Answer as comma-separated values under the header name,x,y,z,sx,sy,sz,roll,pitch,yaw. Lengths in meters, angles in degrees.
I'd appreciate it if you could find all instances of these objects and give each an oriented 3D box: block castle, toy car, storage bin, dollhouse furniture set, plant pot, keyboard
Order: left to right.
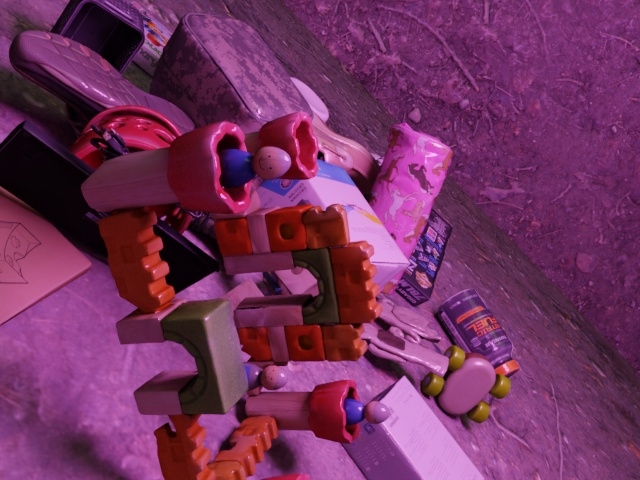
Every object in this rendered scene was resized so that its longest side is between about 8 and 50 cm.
name,x,y,z,sx,sy,sz,roll,pitch,yaw
storage bin,-0.416,-0.359,1.066,0.122,0.180,0.084,26,32,-39
keyboard,-0.261,-0.045,0.779,0.317,0.201,0.033,41,37,-31
plant pot,-0.283,-0.098,0.882,0.191,0.191,0.174,35,20,-26
dollhouse furniture set,-0.097,0.095,0.990,0.129,0.183,0.129,48,-19,27
block castle,-0.059,0.089,0.686,0.303,0.212,0.453,-40,122,-67
toy car,0.319,0.297,1.349,0.155,0.149,0.188,32,15,-9

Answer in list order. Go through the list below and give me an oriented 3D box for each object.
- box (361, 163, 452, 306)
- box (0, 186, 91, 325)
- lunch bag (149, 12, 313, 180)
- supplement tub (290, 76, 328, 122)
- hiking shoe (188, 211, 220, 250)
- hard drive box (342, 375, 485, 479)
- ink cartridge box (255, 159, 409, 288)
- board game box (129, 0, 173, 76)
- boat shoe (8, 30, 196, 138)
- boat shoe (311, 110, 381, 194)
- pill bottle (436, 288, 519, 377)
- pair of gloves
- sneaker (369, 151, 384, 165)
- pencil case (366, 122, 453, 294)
name,x,y,z,sx,sy,sz,roll,pitch,yaw
box,0.214,-0.019,1.604,0.295,0.073,0.293,39,49,-14
box,-0.399,0.015,0.714,0.164,0.021,0.201,45,23,-4
lunch bag,-0.203,-0.271,1.196,0.212,0.256,0.305,-17,67,-54
supplement tub,-0.093,-0.294,1.479,0.144,0.199,0.144,38,25,-21
hiking shoe,-0.198,-0.029,1.066,0.114,0.086,0.227,0,45,-41
hard drive box,0.161,0.375,1.005,0.232,0.089,0.181,52,24,12
ink cartridge box,0.000,0.000,1.183,0.197,0.198,0.270,6,46,-56
board game box,-0.372,-0.443,1.427,0.305,0.053,0.193,39,25,-19
boat shoe,-0.359,-0.206,0.984,0.355,0.130,0.132,31,25,-47
boat shoe,0.008,-0.194,1.376,0.341,0.121,0.110,33,63,-23
pill bottle,0.430,0.263,1.578,0.130,0.130,0.246,11,42,-53
pair of gloves,0.176,0.209,1.284,0.204,0.042,0.240,22,19,1
sneaker,0.111,-0.196,1.774,0.118,0.110,0.292,34,36,10
pencil case,0.165,-0.070,1.340,0.167,0.386,0.160,25,8,7
